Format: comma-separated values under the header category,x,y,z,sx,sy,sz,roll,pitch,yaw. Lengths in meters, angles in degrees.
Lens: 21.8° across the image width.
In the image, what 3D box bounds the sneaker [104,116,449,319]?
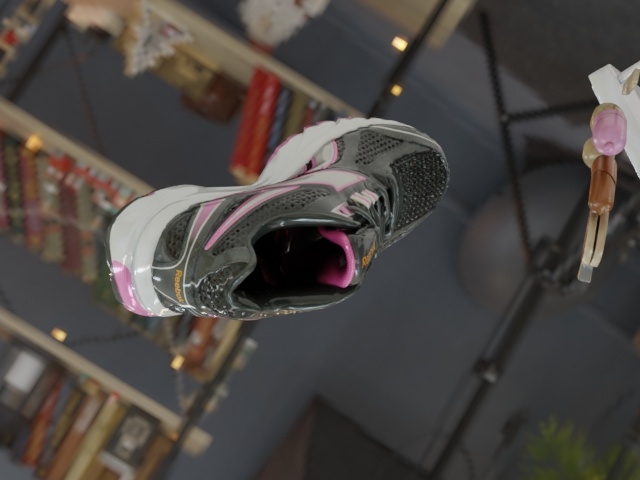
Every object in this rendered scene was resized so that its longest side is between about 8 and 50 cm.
category,x,y,z,sx,sy,sz,roll,pitch,yaw
sneaker,0.000,0.000,0.712,0.077,0.178,0.072,17,123,42

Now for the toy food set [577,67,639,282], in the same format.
category,x,y,z,sx,sy,sz,roll,pitch,yaw
toy food set,0.162,-0.038,0.969,0.019,0.122,0.078,11,176,4

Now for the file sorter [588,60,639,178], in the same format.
category,x,y,z,sx,sy,sz,roll,pitch,yaw
file sorter,0.348,-0.021,1.166,0.193,0.173,0.278,18,-135,-58
